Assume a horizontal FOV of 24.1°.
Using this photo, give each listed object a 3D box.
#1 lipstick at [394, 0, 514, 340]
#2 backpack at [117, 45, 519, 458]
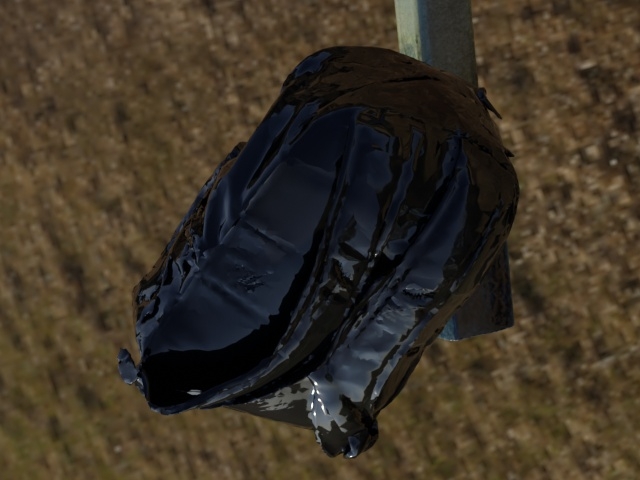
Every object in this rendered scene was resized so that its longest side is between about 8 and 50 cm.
[{"bbox_3d":[0.073,-0.096,0.932,0.051,0.051,0.312,7,105,61],"label":"lipstick"},{"bbox_3d":[0.004,0.000,0.590,0.165,0.120,0.106,-53,32,27],"label":"backpack"}]
